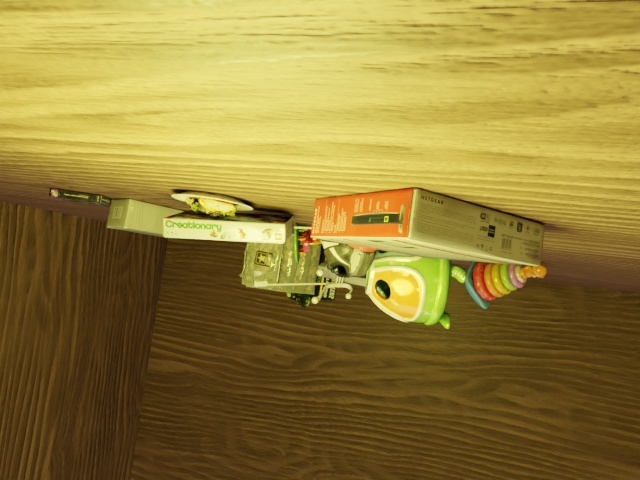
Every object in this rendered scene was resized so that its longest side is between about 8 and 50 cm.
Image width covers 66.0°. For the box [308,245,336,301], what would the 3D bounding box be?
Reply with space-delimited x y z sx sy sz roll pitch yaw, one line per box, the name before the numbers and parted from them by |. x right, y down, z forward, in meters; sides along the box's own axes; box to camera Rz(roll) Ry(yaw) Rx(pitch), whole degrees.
box | -0.020 0.111 2.054 0.079 0.258 0.322 10 176 -24

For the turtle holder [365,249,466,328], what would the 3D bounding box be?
turtle holder | 0.243 0.067 1.317 0.227 0.321 0.243 8 144 3

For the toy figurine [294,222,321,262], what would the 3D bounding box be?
toy figurine | 0.000 0.000 1.600 0.159 0.130 0.173 -2 -162 2

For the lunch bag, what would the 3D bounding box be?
lunch bag | -0.157 0.072 1.890 0.286 0.236 0.169 9 -178 -24

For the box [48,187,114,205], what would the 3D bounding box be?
box | -0.766 -0.137 1.590 0.161 0.029 0.116 9 177 -4

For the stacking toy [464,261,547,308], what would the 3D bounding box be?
stacking toy | 0.728 0.137 1.902 0.301 0.166 0.175 -23 109 49

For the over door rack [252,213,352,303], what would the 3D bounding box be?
over door rack | -0.044 0.064 1.474 0.323 0.240 0.108 7 -147 -4

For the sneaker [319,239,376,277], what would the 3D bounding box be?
sneaker | 0.047 0.015 1.210 0.097 0.135 0.276 6 -169 -27

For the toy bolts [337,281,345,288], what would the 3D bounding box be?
toy bolts | 0.058 0.093 2.240 0.158 0.219 0.228 15 157 -12

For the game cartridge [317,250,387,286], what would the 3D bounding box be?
game cartridge | 0.186 0.071 1.618 0.354 0.068 0.230 7 -153 42

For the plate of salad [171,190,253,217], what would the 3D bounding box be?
plate of salad | -0.265 -0.083 1.210 0.199 0.048 0.200 7 177 0

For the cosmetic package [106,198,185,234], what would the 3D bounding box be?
cosmetic package | -0.571 -0.069 1.656 0.127 0.107 0.237 1 169 41

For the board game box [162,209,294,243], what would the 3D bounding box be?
board game box | -0.230 -0.039 1.293 0.304 0.053 0.193 3 -171 3

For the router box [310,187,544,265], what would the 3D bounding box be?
router box | 0.198 -0.019 0.956 0.335 0.082 0.301 10 176 -32

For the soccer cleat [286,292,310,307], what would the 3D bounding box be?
soccer cleat | -0.095 0.227 1.981 0.072 0.060 0.179 9 -175 -23
